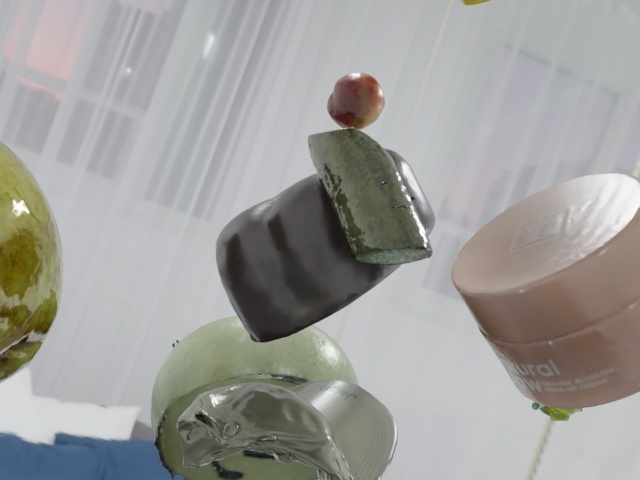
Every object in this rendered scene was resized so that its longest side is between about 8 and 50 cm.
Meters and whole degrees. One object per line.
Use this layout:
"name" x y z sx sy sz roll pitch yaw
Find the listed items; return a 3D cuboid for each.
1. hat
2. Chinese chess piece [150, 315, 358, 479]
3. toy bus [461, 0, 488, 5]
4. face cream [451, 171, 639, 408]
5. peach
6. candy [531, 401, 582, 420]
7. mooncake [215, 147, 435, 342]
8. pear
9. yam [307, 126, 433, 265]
"hat" -0.030 0.188 0.771 0.214 0.149 0.245 8 32 23
"Chinese chess piece" -0.106 0.282 1.159 0.349 0.349 0.147 21 34 -21
"toy bus" 0.320 -0.589 1.387 0.144 0.152 0.330 -19 -17 3
"face cream" 0.184 0.034 0.506 0.104 0.149 0.149 56 -11 -15
"peach" 0.062 -0.237 1.195 0.100 0.101 0.101 20 0 0
"candy" 0.267 0.187 0.809 0.062 0.058 0.194 -3 -9 26
"mooncake" 0.000 0.000 0.744 0.133 0.244 0.245 62 -4 -4
"pear" -0.398 0.022 0.665 0.303 0.304 0.304 20 0 0
"yam" 0.041 -0.038 0.589 0.069 0.069 0.147 21 42 -53
